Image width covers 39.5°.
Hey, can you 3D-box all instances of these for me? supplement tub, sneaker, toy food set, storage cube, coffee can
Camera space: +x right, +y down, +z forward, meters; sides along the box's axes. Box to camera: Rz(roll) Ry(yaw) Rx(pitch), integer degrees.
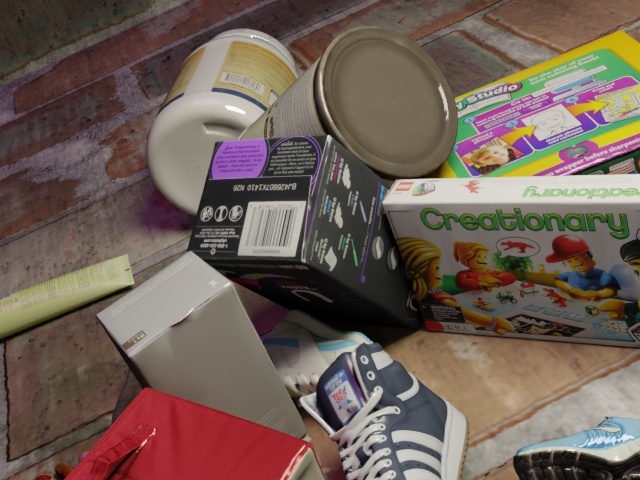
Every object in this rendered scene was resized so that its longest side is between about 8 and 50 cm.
[{"bbox_3d":[-0.147,-0.203,1.488,0.228,0.228,0.316,-13,33,16],"label":"supplement tub"},{"bbox_3d":[0.050,0.194,0.787,0.099,0.153,0.282,-44,7,21],"label":"sneaker"},{"bbox_3d":[-0.298,0.286,1.058,0.122,0.019,0.078,-22,31,16],"label":"toy food set"},{"bbox_3d":[-0.107,0.274,0.777,0.193,0.215,0.184,10,44,33],"label":"storage cube"},{"bbox_3d":[0.012,0.152,1.009,0.092,0.087,0.228,-46,31,-22],"label":"sneaker"},{"bbox_3d":[0.259,0.198,0.816,0.162,0.063,0.073,-9,17,14],"label":"sneaker"},{"bbox_3d":[0.022,-0.131,1.196,0.201,0.201,0.275,-47,9,-33],"label":"coffee can"}]

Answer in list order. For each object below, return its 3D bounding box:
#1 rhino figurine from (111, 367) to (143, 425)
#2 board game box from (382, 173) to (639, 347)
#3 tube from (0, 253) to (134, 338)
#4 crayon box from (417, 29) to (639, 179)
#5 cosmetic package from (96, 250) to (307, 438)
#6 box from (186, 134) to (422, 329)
[{"bbox_3d":[-0.200,0.194,1.080,0.106,0.073,0.243,-10,35,13],"label":"rhino figurine"},{"bbox_3d":[0.233,0.022,0.949,0.305,0.193,0.053,1,38,33],"label":"board game box"},{"bbox_3d":[-0.409,0.088,1.389,0.240,0.062,0.070,-22,75,-8],"label":"tube"},{"bbox_3d":[0.311,-0.127,1.205,0.362,0.106,0.313,-22,31,4],"label":"crayon box"},{"bbox_3d":[-0.120,0.145,0.945,0.127,0.238,0.107,-34,34,-19],"label":"cosmetic package"},{"bbox_3d":[0.000,0.000,1.032,0.165,0.270,0.143,2,72,34],"label":"box"}]
